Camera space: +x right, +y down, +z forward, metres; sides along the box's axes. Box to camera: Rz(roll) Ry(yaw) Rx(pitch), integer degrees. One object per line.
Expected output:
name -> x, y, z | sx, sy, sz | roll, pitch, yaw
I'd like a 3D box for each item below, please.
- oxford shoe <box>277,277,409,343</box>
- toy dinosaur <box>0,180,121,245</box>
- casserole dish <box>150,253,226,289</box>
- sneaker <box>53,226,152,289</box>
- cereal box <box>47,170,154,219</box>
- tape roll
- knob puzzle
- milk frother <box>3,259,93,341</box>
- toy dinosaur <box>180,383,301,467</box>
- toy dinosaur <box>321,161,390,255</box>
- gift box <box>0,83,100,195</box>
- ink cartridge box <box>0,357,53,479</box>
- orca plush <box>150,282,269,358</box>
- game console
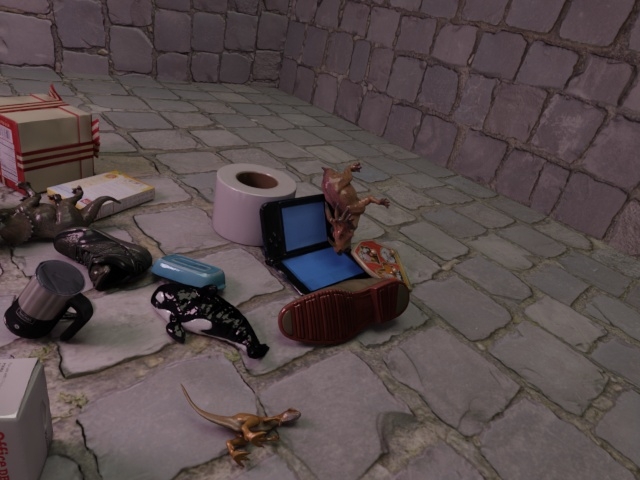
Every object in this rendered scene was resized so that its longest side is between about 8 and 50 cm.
oxford shoe -> 0.045, 0.162, 1.003 | 0.347, 0.123, 0.130 | -5, 7, -29
toy dinosaur -> -0.679, -0.060, 1.057 | 0.313, 0.121, 0.161 | 0, 61, -44
casserole dish -> -0.314, 0.073, 1.005 | 0.188, 0.037, 0.114 | 18, 10, 9
sneaker -> -0.522, 0.039, 0.954 | 0.227, 0.087, 0.130 | 19, 22, -1
cereal box -> -0.655, -0.141, 1.257 | 0.172, 0.048, 0.240 | 24, 30, 17
tape roll -> -0.206, -0.115, 1.288 | 0.245, 0.169, 0.246 | 11, 28, -6
knob puzzle -> 0.176, 0.055, 1.219 | 0.213, 0.030, 0.213 | 24, 34, -18
milk frother -> -0.494, 0.104, 0.799 | 0.129, 0.134, 0.143 | 37, 22, -26
toy dinosaur -> -0.136, 0.309, 0.694 | 0.211, 0.064, 0.112 | 15, 9, -18
toy dinosaur -> 0.058, -0.124, 1.215 | 0.200, 0.127, 0.296 | -17, 68, -35
gift box -> -0.840, -0.314, 1.259 | 0.255, 0.277, 0.258 | 28, 30, 15
ink cartridge box -> -0.484, 0.245, 0.513 | 0.237, 0.172, 0.100 | 3, 30, -20
orca plush -> -0.236, 0.148, 0.873 | 0.287, 0.102, 0.151 | 31, 33, 28
game console -> 0.000, 0.000, 1.188 | 0.293, 0.251, 0.173 | -15, 13, -42
